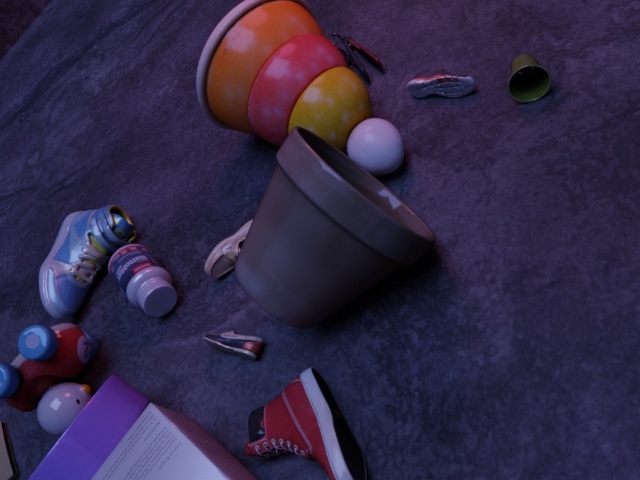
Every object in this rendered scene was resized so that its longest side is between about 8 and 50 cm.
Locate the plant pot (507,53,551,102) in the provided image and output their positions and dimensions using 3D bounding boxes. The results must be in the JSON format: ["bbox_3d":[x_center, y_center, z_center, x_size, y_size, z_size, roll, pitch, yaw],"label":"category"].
[{"bbox_3d":[0.414,-0.333,1.253,0.083,0.083,0.079,-16,40,22],"label":"plant pot"}]

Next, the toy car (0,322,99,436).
[{"bbox_3d":[-0.545,0.322,1.335,0.210,0.219,0.238,-45,77,-4],"label":"toy car"}]

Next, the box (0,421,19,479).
[{"bbox_3d":[-0.776,0.537,1.410,0.201,0.021,0.164,-44,47,-2],"label":"box"}]

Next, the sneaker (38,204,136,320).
[{"bbox_3d":[-0.570,0.036,1.558,0.208,0.127,0.318,-16,53,23],"label":"sneaker"}]

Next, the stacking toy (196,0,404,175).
[{"bbox_3d":[-0.011,-0.289,1.378,0.350,0.350,0.480,-45,66,-3],"label":"stacking toy"}]

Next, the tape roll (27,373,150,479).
[{"bbox_3d":[-0.435,0.385,1.151,0.274,0.090,0.275,-53,5,7],"label":"tape roll"}]

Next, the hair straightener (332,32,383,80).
[{"bbox_3d":[0.069,-0.460,1.562,0.089,0.047,0.230,-36,48,4],"label":"hair straightener"}]

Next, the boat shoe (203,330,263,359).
[{"bbox_3d":[-0.176,0.204,1.255,0.137,0.049,0.043,8,61,32],"label":"boat shoe"}]

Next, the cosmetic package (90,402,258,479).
[{"bbox_3d":[-0.183,0.449,0.984,0.366,0.155,0.197,33,79,31],"label":"cosmetic package"}]

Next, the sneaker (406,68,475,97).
[{"bbox_3d":[0.266,-0.354,1.364,0.158,0.061,0.064,9,58,35],"label":"sneaker"}]

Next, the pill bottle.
[{"bbox_3d":[-0.403,0.093,1.429,0.108,0.108,0.180,-48,48,-6],"label":"pill bottle"}]

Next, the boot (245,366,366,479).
[{"bbox_3d":[-0.035,0.353,1.045,0.176,0.088,0.244,-37,40,4],"label":"boot"}]

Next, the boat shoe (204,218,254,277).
[{"bbox_3d":[-0.181,0.023,1.372,0.170,0.063,0.059,-45,42,-4],"label":"boat shoe"}]

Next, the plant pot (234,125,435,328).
[{"bbox_3d":[0.000,0.000,1.148,0.280,0.323,0.323,-52,46,14],"label":"plant pot"}]
